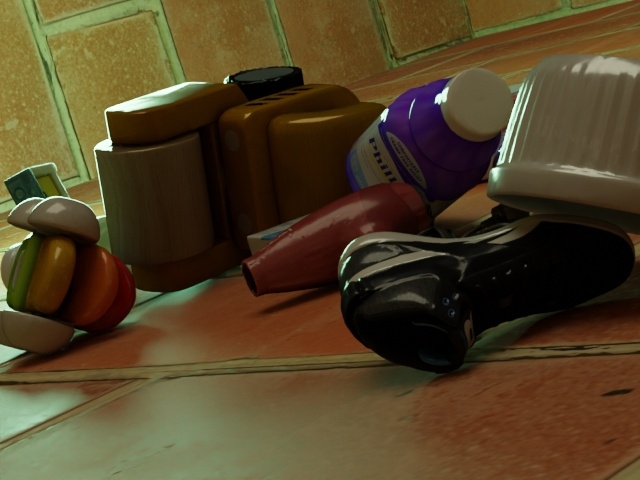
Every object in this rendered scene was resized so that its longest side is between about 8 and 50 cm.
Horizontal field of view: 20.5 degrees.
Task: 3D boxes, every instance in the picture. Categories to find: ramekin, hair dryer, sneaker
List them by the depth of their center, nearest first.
[{"bbox_3d":[0.122,0.047,1.252,0.216,0.079,0.121,-5,31,3],"label":"sneaker"},{"bbox_3d":[0.231,-0.065,1.292,0.207,0.109,0.207,11,-2,0],"label":"ramekin"},{"bbox_3d":[0.062,-0.004,1.625,0.293,0.080,0.223,-14,9,22],"label":"hair dryer"}]

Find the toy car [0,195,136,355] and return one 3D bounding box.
[{"bbox_3d":[-0.263,0.044,1.833,0.136,0.159,0.182,17,-7,-24],"label":"toy car"}]

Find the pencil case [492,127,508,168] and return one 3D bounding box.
[{"bbox_3d":[0.222,-0.085,1.799,0.088,0.086,0.206,-50,3,13],"label":"pencil case"}]

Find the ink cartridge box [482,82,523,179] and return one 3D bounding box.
[{"bbox_3d":[0.202,-0.128,2.123,0.217,0.092,0.158,-13,9,35],"label":"ink cartridge box"}]

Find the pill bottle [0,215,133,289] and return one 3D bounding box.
[{"bbox_3d":[-0.300,0.027,2.092,0.169,0.094,0.094,-10,11,40],"label":"pill bottle"}]

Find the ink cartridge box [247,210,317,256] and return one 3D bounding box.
[{"bbox_3d":[0.000,0.000,1.817,0.122,0.052,0.088,-22,10,-23],"label":"ink cartridge box"}]

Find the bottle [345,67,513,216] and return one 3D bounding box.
[{"bbox_3d":[0.111,-0.093,1.757,0.092,0.118,0.283,-34,-3,-21],"label":"bottle"}]

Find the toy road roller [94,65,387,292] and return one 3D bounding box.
[{"bbox_3d":[-0.062,-0.074,1.958,0.240,0.203,0.329,6,21,43],"label":"toy road roller"}]

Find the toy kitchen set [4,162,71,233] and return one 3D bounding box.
[{"bbox_3d":[-0.270,-0.042,2.155,0.207,0.166,0.122,-26,4,23],"label":"toy kitchen set"}]
